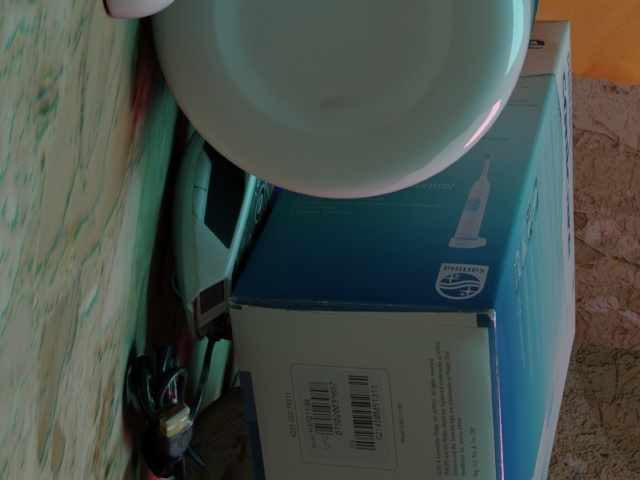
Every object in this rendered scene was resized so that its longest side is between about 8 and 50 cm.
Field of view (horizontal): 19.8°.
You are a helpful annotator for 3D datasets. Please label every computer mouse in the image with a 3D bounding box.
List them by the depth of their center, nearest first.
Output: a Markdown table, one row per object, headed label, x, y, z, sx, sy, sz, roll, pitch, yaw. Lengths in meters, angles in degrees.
| label | x | y | z | sx | sy | sz | roll | pitch | yaw |
| --- | --- | --- | --- | --- | --- | --- | --- | --- | --- |
| computer mouse | -0.055 | 0.009 | 0.851 | 0.106 | 0.042 | 0.193 | 81 | 22 | -68 |

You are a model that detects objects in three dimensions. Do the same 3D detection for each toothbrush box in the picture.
| label | x | y | z | sx | sy | sz | roll | pitch | yaw |
| --- | --- | --- | --- | --- | --- | --- | --- | --- | --- |
| toothbrush box | 0.058 | 0.040 | 0.966 | 0.295 | 0.126 | 0.216 | -66 | 155 | -54 |

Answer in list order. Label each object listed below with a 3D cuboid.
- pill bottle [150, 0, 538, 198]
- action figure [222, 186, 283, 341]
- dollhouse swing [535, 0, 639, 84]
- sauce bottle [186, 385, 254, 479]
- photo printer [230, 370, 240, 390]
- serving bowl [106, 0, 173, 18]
| label | x | y | z | sx | sy | sz | roll | pitch | yaw |
| --- | --- | --- | --- | --- | --- | --- | --- | --- | --- |
| pill bottle | 0.023 | -0.117 | 0.799 | 0.264 | 0.146 | 0.146 | -63 | 161 | -72 |
| action figure | 0.000 | 0.000 | 1.127 | 0.280 | 0.139 | 0.091 | -87 | -175 | -79 |
| dollhouse swing | 0.136 | -0.285 | 1.009 | 0.305 | 0.347 | 0.315 | 138 | -40 | -79 |
| sauce bottle | 0.026 | 0.149 | 1.213 | 0.344 | 0.111 | 0.111 | 12 | 86 | -67 |
| photo printer | -0.037 | 0.273 | 1.400 | 0.256 | 0.107 | 0.307 | 93 | 5 | -66 |
| serving bowl | -0.051 | -0.114 | 0.611 | 0.083 | 0.027 | 0.083 | 8 | 90 | -88 |
